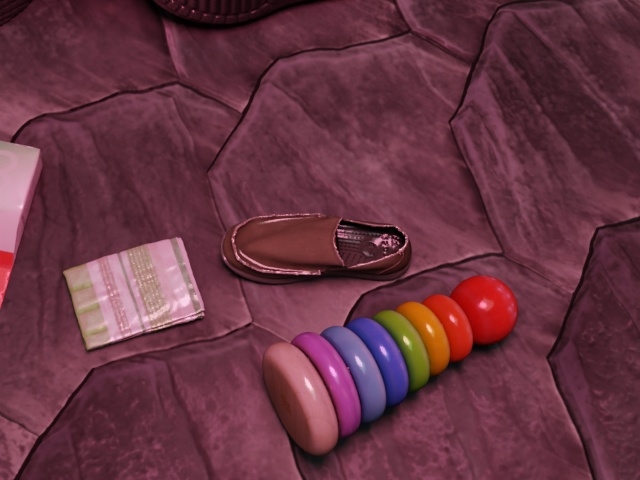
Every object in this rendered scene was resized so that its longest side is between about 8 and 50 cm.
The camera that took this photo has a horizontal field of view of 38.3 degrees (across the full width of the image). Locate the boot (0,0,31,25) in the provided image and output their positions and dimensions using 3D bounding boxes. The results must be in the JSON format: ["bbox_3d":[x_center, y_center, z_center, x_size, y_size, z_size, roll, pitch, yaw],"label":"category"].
[{"bbox_3d":[-0.518,-0.342,1.221,0.247,0.083,0.161,-33,72,-21],"label":"boot"}]

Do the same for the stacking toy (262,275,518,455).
[{"bbox_3d":[0.101,0.128,1.121,0.330,0.141,0.141,-24,75,-21],"label":"stacking toy"}]

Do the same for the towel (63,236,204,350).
[{"bbox_3d":[-0.231,0.066,1.146,0.152,0.023,0.113,-17,71,-13],"label":"towel"}]

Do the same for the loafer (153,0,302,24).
[{"bbox_3d":[-0.084,-0.401,1.303,0.366,0.133,0.130,-12,46,-23],"label":"loafer"}]

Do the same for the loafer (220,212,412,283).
[{"bbox_3d":[0.000,0.000,1.170,0.251,0.087,0.094,-1,70,-10],"label":"loafer"}]

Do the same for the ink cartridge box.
[{"bbox_3d":[-0.458,-0.025,1.124,0.181,0.056,0.224,11,66,-5],"label":"ink cartridge box"}]
